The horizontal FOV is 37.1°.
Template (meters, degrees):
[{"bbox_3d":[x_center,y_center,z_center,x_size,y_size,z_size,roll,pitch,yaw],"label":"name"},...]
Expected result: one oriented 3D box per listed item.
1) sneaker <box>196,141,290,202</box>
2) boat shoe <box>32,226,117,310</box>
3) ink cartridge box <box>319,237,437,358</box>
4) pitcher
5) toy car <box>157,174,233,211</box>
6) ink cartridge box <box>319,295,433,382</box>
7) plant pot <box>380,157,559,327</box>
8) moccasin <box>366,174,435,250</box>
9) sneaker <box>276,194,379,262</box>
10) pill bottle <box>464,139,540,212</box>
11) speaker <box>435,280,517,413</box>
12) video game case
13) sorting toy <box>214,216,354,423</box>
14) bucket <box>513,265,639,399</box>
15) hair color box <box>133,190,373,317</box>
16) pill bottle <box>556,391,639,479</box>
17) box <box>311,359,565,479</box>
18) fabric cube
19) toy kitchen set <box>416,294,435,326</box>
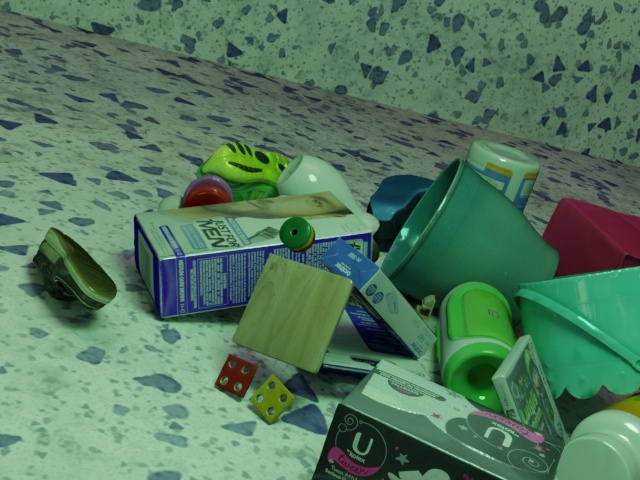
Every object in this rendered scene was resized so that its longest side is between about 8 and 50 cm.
[{"bbox_3d":[-0.144,-0.127,1.975,0.295,0.124,0.109,21,53,-53],"label":"sneaker"},{"bbox_3d":[-0.357,0.054,1.361,0.080,0.073,0.223,35,2,-38],"label":"boat shoe"},{"bbox_3d":[0.086,0.086,1.366,0.097,0.046,0.207,38,-8,45],"label":"ink cartridge box"},{"bbox_3d":[0.005,-0.082,1.959,0.207,0.125,0.178,40,-4,-19],"label":"pitcher"},{"bbox_3d":[-0.204,-0.047,1.675,0.159,0.136,0.182,14,19,-10],"label":"toy car"},{"bbox_3d":[0.029,0.136,1.493,0.176,0.069,0.371,12,18,-21],"label":"ink cartridge box"},{"bbox_3d":[0.287,0.028,1.765,0.255,0.271,0.271,32,18,-4],"label":"plant pot"},{"bbox_3d":[0.169,-0.067,2.120,0.138,0.116,0.342,13,20,24],"label":"moccasin"},{"bbox_3d":[0.000,0.000,1.838,0.234,0.078,0.106,27,35,0],"label":"sneaker"},{"bbox_3d":[0.346,-0.062,2.013,0.152,0.272,0.152,17,20,-6],"label":"pill bottle"},{"bbox_3d":[0.253,0.165,1.526,0.131,0.131,0.296,18,19,0],"label":"speaker"},{"bbox_3d":[0.297,0.239,1.333,0.022,0.173,0.190,-19,3,26],"label":"video game case"},{"bbox_3d":[-0.035,0.110,1.285,0.132,0.274,0.046,17,-14,27],"label":"sorting toy"},{"bbox_3d":[0.443,0.140,1.504,0.281,0.183,0.281,-9,-4,-1],"label":"bucket"},{"bbox_3d":[-0.108,0.015,1.505,0.339,0.110,0.185,-6,25,-21],"label":"hair color box"},{"bbox_3d":[0.425,0.293,1.310,0.136,0.136,0.246,32,23,34],"label":"pill bottle"},{"bbox_3d":[0.138,0.266,1.113,0.247,0.142,0.163,24,20,15],"label":"box"},{"bbox_3d":[0.561,0.103,1.787,0.259,0.254,0.258,13,21,-18],"label":"fabric cube"},{"bbox_3d":[0.152,0.120,1.644,0.075,0.068,0.083,18,19,-1],"label":"toy kitchen set"}]
